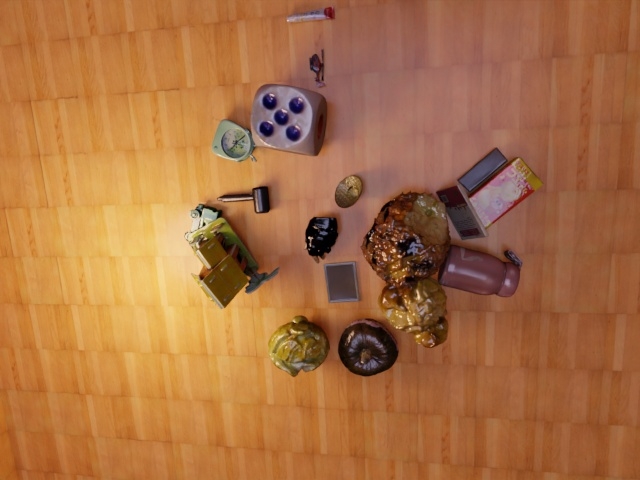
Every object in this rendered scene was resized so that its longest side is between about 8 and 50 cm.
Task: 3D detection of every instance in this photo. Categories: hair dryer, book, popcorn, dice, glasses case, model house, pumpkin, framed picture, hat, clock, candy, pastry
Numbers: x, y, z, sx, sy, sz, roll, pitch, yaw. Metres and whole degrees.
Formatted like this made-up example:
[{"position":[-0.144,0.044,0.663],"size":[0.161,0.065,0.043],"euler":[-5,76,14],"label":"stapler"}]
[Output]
[{"position":[-0.343,-0.171,1.972],"size":[0.248,0.070,0.114],"euler":[-3,101,15],"label":"hair dryer"},{"position":[0.555,-0.109,1.772],"size":[0.022,0.162,0.231],"euler":[-32,95,-16],"label":"book"},{"position":[0.394,0.270,1.816],"size":[0.265,0.225,0.332],"euler":[-50,64,29],"label":"popcorn"},{"position":[-0.119,-0.466,1.768],"size":[0.252,0.259,0.242],"euler":[12,102,9],"label":"dice"},{"position":[0.639,-0.277,1.775],"size":[0.191,0.042,0.072],"euler":[-42,85,16],"label":"glasses case"},{"position":[-0.089,0.447,1.952],"size":[0.277,0.276,0.225],"euler":[18,99,7],"label":"popcorn"},{"position":[-0.381,0.094,1.868],"size":[0.340,0.323,0.300],"euler":[-25,113,14],"label":"model house"},{"position":[0.199,0.471,1.937],"size":[0.261,0.189,0.259],"euler":[3,103,12],"label":"pumpkin"},{"position":[0.094,0.187,1.989],"size":[0.142,0.011,0.182],"euler":[-6,101,12],"label":"framed picture"},{"position":[0.135,-0.193,1.881],"size":[0.146,0.067,0.145],"euler":[-17,63,37],"label":"hat"},{"position":[-0.352,-0.411,1.921],"size":[0.211,0.066,0.159],"euler":[26,105,4],"label":"clock"},{"position":[0.704,-0.184,1.758],"size":[0.276,0.088,0.146],"euler":[-43,90,16],"label":"candy"},{"position":[0.317,0.003,1.736],"size":[0.293,0.404,0.337],"euler":[29,135,-14],"label":"pastry"}]

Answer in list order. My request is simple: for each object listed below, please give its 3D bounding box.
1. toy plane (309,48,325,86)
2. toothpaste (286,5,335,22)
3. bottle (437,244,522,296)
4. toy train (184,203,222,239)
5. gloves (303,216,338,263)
[{"position":[-0.013,-0.694,1.815],"size":[0.060,0.037,0.144],"euler":[-4,97,1],"label":"toy plane"},{"position":[-0.039,-0.891,1.783],"size":[0.191,0.031,0.048],"euler":[-4,97,9],"label":"toothpaste"},{"position":[0.638,0.114,1.793],"size":[0.297,0.173,0.206],"euler":[15,85,8],"label":"bottle"},{"position":[-0.528,-0.062,2.020],"size":[0.132,0.083,0.200],"euler":[16,107,0],"label":"toy train"},{"position":[0.000,0.000,1.922],"size":[0.165,0.124,0.203],"euler":[5,95,28],"label":"gloves"}]
